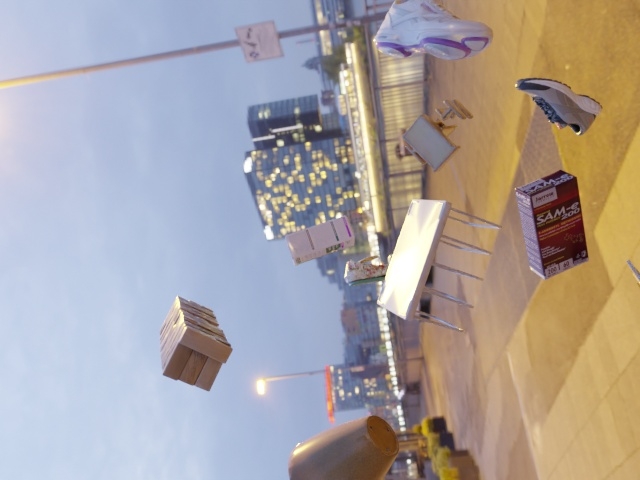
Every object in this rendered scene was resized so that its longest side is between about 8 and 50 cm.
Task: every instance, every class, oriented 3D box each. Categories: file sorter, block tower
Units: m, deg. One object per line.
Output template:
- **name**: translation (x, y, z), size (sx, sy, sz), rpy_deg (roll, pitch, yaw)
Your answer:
- **file sorter**: translation (0.285, 0.062, 1.402), size (0.193, 0.172, 0.278), rpy_deg (-160, 90, -76)
- **block tower**: translation (-0.250, 0.190, 1.133), size (0.097, 0.090, 0.335), rpy_deg (-64, 16, -4)

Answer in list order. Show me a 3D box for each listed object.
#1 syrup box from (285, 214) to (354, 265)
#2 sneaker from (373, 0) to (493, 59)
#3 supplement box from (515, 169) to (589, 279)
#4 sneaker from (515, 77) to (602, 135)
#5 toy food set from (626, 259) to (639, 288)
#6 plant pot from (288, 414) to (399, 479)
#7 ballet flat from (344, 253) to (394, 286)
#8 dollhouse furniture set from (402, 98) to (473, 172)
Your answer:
- **syrup box**: translation (0.000, 0.000, 2.108), size (0.093, 0.236, 0.097), rpy_deg (83, 168, -73)
- **sneaker**: translation (0.251, -0.488, 1.304), size (0.114, 0.305, 0.152), rpy_deg (20, -89, -47)
- **supplement box**: translation (0.573, -0.037, 1.442), size (0.073, 0.130, 0.240), rpy_deg (-123, 11, -65)
- **sneaker**: translation (0.666, -0.382, 1.651), size (0.100, 0.271, 0.108), rpy_deg (-122, 55, -73)
- **toy food set**: translation (0.636, 0.090, 1.073), size (0.217, 0.071, 0.128), rpy_deg (23, -141, -56)
- **plant pot**: translation (0.081, 0.584, 1.564), size (0.237, 0.254, 0.237), rpy_deg (35, -155, -19)
- **ballet flat**: translation (0.180, 0.076, 1.627), size (0.091, 0.240, 0.077), rpy_deg (125, 138, -65)
- **dollhouse furniture set**: translation (0.405, -0.336, 1.960), size (0.161, 0.212, 0.242), rpy_deg (48, -147, 13)
